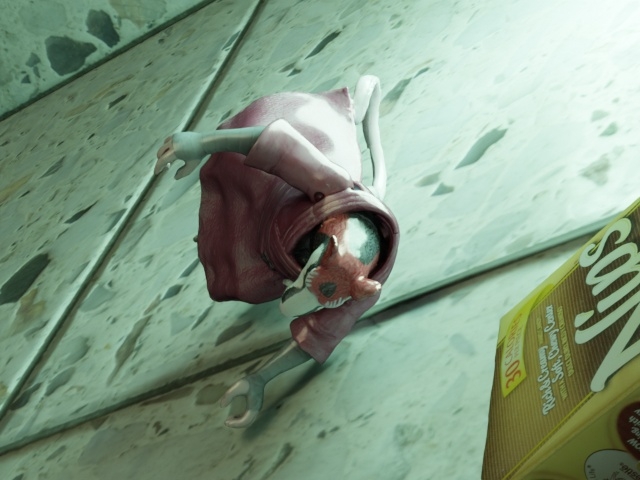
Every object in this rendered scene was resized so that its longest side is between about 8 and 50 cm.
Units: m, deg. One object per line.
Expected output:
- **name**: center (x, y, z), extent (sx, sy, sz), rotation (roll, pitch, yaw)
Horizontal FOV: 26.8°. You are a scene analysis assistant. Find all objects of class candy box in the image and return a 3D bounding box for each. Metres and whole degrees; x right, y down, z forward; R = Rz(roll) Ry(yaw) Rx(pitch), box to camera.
- **candy box**: center (0.226, 0.029, 0.754), extent (0.316, 0.087, 0.183), rotation (-45, 15, 32)

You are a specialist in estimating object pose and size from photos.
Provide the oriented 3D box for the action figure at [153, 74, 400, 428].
- **action figure**: center (0.000, 0.000, 1.203), extent (0.276, 0.248, 0.370), rotation (-14, 16, -16)
